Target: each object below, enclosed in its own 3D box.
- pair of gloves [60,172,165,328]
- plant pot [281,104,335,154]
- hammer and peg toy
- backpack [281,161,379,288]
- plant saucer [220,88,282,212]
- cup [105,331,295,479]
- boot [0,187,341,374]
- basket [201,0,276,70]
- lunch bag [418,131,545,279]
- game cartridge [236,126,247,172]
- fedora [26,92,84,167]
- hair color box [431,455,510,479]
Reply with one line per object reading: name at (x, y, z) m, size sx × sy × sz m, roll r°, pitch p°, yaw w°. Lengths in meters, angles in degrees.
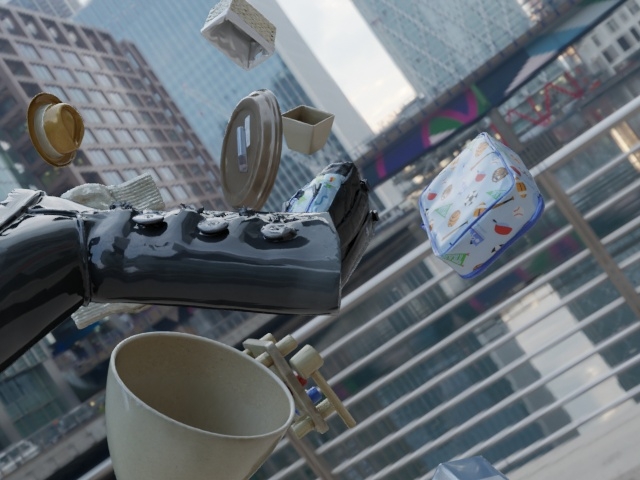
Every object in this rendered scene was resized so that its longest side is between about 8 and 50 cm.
pair of gloves at (-0.348, 0.008, 1.219) m, size 0.204 × 0.240 × 0.042 m, roll -16°, pitch -14°, yaw -16°
plant pot at (-0.037, -0.289, 1.924) m, size 0.109 × 0.109 × 0.096 m, roll -36°, pitch -40°, yaw -48°
hammer and peg toy at (-0.073, 0.358, 1.749) m, size 0.127 × 0.266 × 0.361 m, roll -34°, pitch 7°, yaw -20°
backpack at (0.000, 0.000, 1.988) m, size 0.273 × 0.290 × 0.356 m, roll -5°, pitch 43°, yaw 18°
plant saucer at (-0.156, -0.189, 1.549) m, size 0.041 × 0.278 × 0.278 m, roll 7°, pitch -26°, yaw -28°
cup at (-0.240, 0.345, 1.279) m, size 0.237 × 0.331 × 0.331 m, roll -68°, pitch -12°, yaw 13°
boot at (-0.191, 0.060, 0.879) m, size 0.367 × 0.444 × 0.146 m, roll -92°, pitch 11°, yaw -57°
basket at (-0.205, -0.538, 1.854) m, size 0.113 × 0.167 × 0.103 m, roll -21°, pitch 49°, yaw 40°
lunch bag at (0.310, -0.071, 1.460) m, size 0.243 × 0.115 × 0.303 m, roll -49°, pitch 19°, yaw 22°
game cartridge at (-0.125, -0.141, 1.161) m, size 0.017 × 0.056 × 0.083 m, roll -7°, pitch -14°, yaw -6°
fedora at (-0.659, -0.285, 1.840) m, size 0.079 × 0.195 × 0.194 m, roll -8°, pitch 7°, yaw 21°
hair color box at (0.188, 0.516, 1.009) m, size 0.113 × 0.185 × 0.375 m, roll 9°, pitch -71°, yaw -45°
